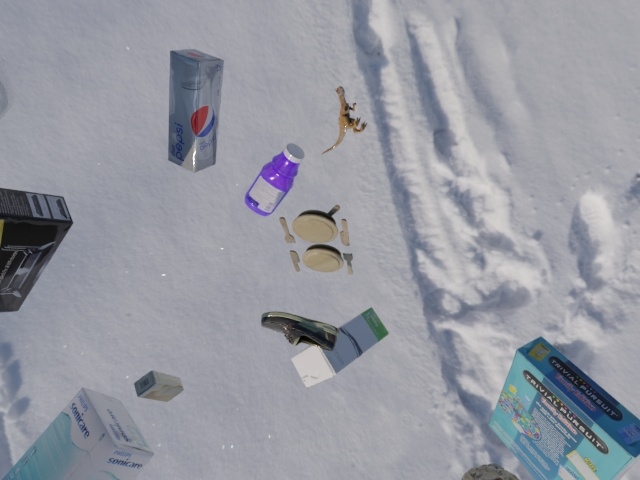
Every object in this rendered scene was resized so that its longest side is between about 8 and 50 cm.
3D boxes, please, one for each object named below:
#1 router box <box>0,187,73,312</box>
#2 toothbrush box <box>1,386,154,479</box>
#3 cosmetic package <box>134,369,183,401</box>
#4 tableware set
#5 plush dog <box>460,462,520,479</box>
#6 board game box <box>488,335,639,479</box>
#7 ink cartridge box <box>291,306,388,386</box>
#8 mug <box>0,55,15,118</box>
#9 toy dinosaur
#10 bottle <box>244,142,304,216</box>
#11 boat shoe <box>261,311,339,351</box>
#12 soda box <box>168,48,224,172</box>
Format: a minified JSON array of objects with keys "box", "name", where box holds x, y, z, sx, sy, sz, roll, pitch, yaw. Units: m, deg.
[{"box":[-0.676,0.029,0.778,0.309,0.242,0.081,-45,65,22],"name":"router box"},{"box":[-0.560,0.528,0.907,0.216,0.126,0.296,25,71,39],"name":"toothbrush box"},{"box":[-0.413,0.376,1.035,0.060,0.115,0.041,-37,56,1],"name":"cosmetic package"},{"box":[0.000,0.000,0.793,0.128,0.194,0.039,2,55,10],"name":"tableware set"},{"box":[0.261,0.389,0.494,0.210,0.262,0.225,-35,67,-8],"name":"plush dog"},{"box":[0.519,0.415,0.883,0.079,0.254,0.336,-21,132,-18],"name":"board game box"},{"box":[0.065,0.357,1.356,0.272,0.198,0.115,-23,75,-40],"name":"ink cartridge box"},{"box":[-0.619,-0.272,0.541,0.276,0.328,0.374,-45,50,-12],"name":"mug"},{"box":[0.073,-0.343,1.184,0.112,0.064,0.212,29,128,31],"name":"toy dinosaur"},{"box":[-0.149,-0.200,1.335,0.118,0.283,0.092,33,42,-11],"name":"bottle"},{"box":[-0.062,0.253,1.109,0.223,0.080,0.074,11,58,4],"name":"boat shoe"},{"box":[-0.324,-0.328,1.038,0.098,0.091,0.287,26,124,16],"name":"soda box"}]
